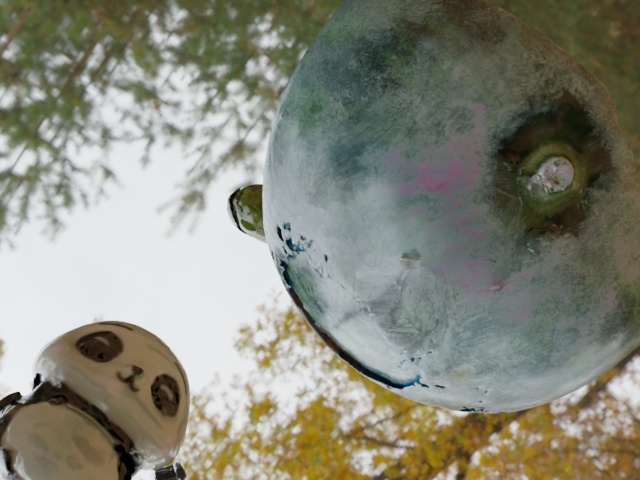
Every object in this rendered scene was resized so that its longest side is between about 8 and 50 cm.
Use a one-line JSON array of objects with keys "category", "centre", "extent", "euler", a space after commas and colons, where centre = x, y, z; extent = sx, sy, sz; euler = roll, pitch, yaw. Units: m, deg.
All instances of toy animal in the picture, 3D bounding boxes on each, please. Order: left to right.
[{"category": "toy animal", "centre": [-0.198, 0.144, 0.841], "extent": [0.166, 0.179, 0.138], "euler": [45, 156, -5]}]

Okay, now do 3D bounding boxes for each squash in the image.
[{"category": "squash", "centre": [0.000, 0.000, 0.886], "extent": [0.183, 0.052, 0.052], "euler": [27, -159, -17]}]

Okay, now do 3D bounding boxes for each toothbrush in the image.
[{"category": "toothbrush", "centre": [-0.104, 0.200, 0.731], "extent": [0.321, 0.031, 0.023], "euler": [171, 80, -79]}]

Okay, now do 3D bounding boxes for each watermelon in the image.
[{"category": "watermelon", "centre": [0.095, -0.001, 0.634], "extent": [0.322, 0.188, 0.175], "euler": [45, 161, -9]}]
